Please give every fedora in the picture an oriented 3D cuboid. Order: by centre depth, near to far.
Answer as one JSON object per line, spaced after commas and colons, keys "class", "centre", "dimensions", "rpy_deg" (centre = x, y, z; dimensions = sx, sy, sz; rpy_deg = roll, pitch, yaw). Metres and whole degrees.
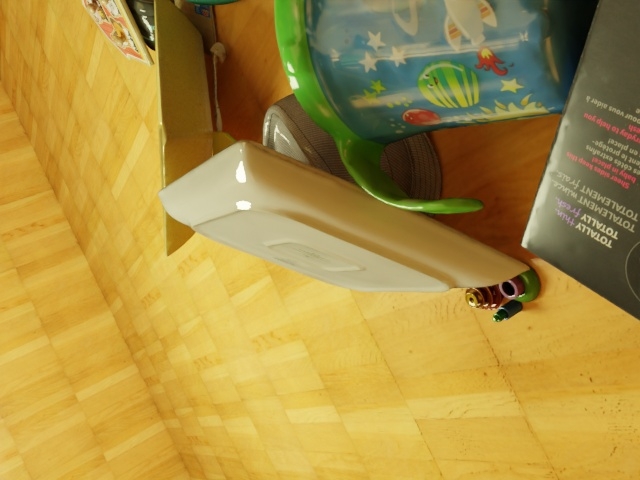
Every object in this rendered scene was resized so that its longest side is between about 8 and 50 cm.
{"class": "fedora", "centre": [0.015, -0.101, 0.829], "dimensions": [0.275, 0.124, 0.244], "rpy_deg": [54, 148, 18]}

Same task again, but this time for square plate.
{"class": "square plate", "centre": [0.000, 0.000, 0.749], "dimensions": [0.344, 0.347, 0.049], "rpy_deg": [-10, 61, 63]}

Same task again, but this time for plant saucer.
{"class": "plant saucer", "centre": [-0.241, -0.193, 1.098], "dimensions": [0.333, 0.081, 0.333], "rpy_deg": [110, 154, -55]}

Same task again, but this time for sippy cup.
{"class": "sippy cup", "centre": [0.119, -0.192, 0.529], "dimensions": [0.224, 0.240, 0.306], "rpy_deg": [12, 132, 41]}

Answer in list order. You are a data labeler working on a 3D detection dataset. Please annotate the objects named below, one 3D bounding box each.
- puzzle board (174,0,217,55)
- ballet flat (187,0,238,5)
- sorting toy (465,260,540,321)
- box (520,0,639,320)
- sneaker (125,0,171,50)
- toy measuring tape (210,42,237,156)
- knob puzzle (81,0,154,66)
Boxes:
{"class": "puzzle board", "centre": [-0.216, -0.380, 1.097], "dimensions": [0.128, 0.011, 0.096], "rpy_deg": [32, 135, 42]}
{"class": "ballet flat", "centre": [-0.125, -0.388, 0.902], "dimensions": [0.247, 0.083, 0.087], "rpy_deg": [22, 104, 49]}
{"class": "sorting toy", "centre": [0.206, 0.064, 0.734], "dimensions": [0.061, 0.042, 0.102], "rpy_deg": [64, 149, 3]}
{"class": "box", "centre": [0.273, -0.083, 0.426], "dimensions": [0.165, 0.143, 0.270], "rpy_deg": [40, 141, 35]}
{"class": "sneaker", "centre": [-0.375, -0.452, 1.202], "dimensions": [0.267, 0.101, 0.106], "rpy_deg": [42, 145, 34]}
{"class": "toy measuring tape", "centre": [-0.119, -0.160, 1.042], "dimensions": [0.121, 0.121, 0.330], "rpy_deg": [-7, 85, 58]}
{"class": "knob puzzle", "centre": [-0.403, -0.418, 1.174], "dimensions": [0.213, 0.030, 0.213], "rpy_deg": [41, 157, 21]}
